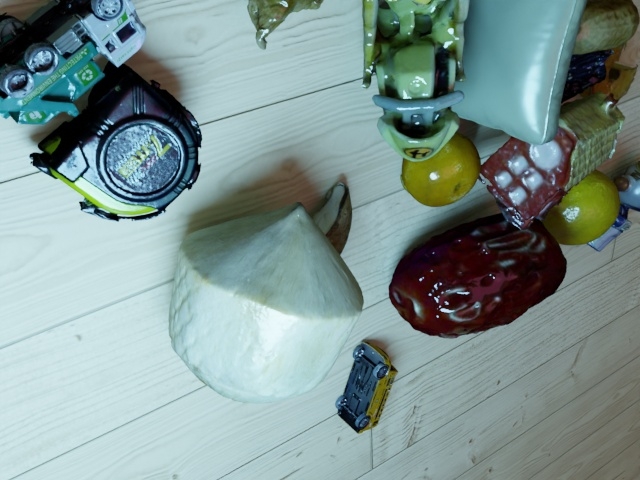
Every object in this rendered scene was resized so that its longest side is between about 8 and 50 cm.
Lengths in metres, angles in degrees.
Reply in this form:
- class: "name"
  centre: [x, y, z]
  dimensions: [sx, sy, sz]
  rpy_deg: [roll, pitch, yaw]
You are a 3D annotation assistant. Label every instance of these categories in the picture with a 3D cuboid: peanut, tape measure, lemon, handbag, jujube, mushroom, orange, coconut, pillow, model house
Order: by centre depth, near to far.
- class: "tape measure"
  centre: [-0.266, -0.123, 0.975]
  dimensions: [0.199, 0.112, 0.186]
  rpy_deg: [-47, 127, 0]
- class: "coconut"
  centre: [-0.081, 0.087, 1.114]
  dimensions: [0.329, 0.329, 0.328]
  rpy_deg: [-19, 125, -30]
- class: "pillow"
  centre: [0.320, -0.344, 1.213]
  dimensions: [0.120, 0.255, 0.322]
  rpy_deg: [-17, 123, -38]
- class: "peanut"
  centre: [0.482, -0.384, 1.273]
  dimensions: [0.226, 0.108, 0.095]
  rpy_deg: [-21, 117, -34]
- class: "mushroom"
  centre: [0.002, 0.000, 1.283]
  dimensions: [0.209, 0.072, 0.094]
  rpy_deg: [-50, 143, -5]
- class: "orange"
  centre: [0.226, -0.140, 1.350]
  dimensions: [0.155, 0.134, 0.154]
  rpy_deg: [-22, 148, -15]
- class: "model house"
  centre: [0.448, -0.172, 1.354]
  dimensions: [0.196, 0.160, 0.254]
  rpy_deg: [-27, 161, -39]
- class: "handbag"
  centre: [0.433, -0.326, 1.380]
  dimensions: [0.260, 0.162, 0.113]
  rpy_deg: [-27, 131, -21]
- class: "jujube"
  centre: [0.329, 0.069, 1.461]
  dimensions: [0.377, 0.258, 0.258]
  rpy_deg: [-27, 128, -26]
- class: "lemon"
  centre: [0.581, -0.080, 1.623]
  dimensions: [0.244, 0.187, 0.186]
  rpy_deg: [-1, 115, -40]

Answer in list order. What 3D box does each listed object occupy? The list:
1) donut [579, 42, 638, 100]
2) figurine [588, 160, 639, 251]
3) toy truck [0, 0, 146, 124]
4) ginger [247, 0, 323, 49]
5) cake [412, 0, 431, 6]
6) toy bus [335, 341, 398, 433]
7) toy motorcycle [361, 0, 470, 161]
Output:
- class: "donut"
  centre: [0.622, -0.371, 1.568]
  dimensions: [0.146, 0.078, 0.181]
  rpy_deg: [-53, 141, 0]
- class: "figurine"
  centre: [0.779, -0.091, 1.813]
  dimensions: [0.274, 0.133, 0.194]
  rpy_deg: [-43, 148, -8]
- class: "toy truck"
  centre: [-0.320, -0.230, 0.878]
  dimensions: [0.216, 0.110, 0.116]
  rpy_deg: [-44, 146, -11]
- class: "ginger"
  centre: [-0.031, -0.402, 0.998]
  dimensions: [0.219, 0.123, 0.270]
  rpy_deg: [12, 115, -33]
- class: "cake"
  centre: [0.145, -0.435, 0.859]
  dimensions: [0.286, 0.222, 0.227]
  rpy_deg: [10, 73, -34]
- class: "toy bus"
  centre: [0.106, 0.313, 1.535]
  dimensions: [0.088, 0.083, 0.194]
  rpy_deg: [-2, 117, -42]
- class: "toy motorcycle"
  centre: [0.146, -0.302, 1.130]
  dimensions: [0.169, 0.237, 0.409]
  rpy_deg: [-5, 119, 4]
